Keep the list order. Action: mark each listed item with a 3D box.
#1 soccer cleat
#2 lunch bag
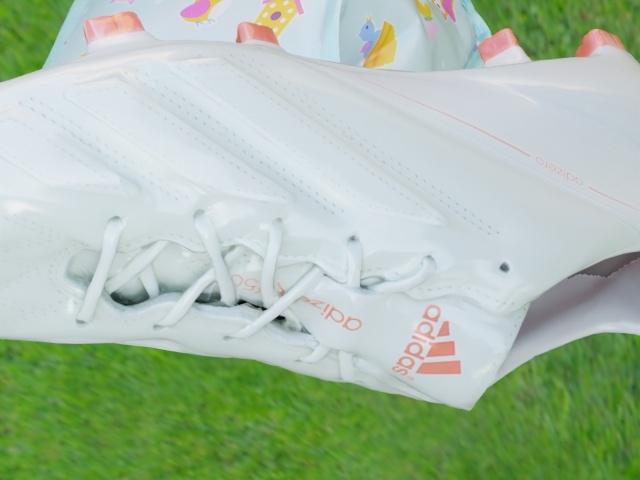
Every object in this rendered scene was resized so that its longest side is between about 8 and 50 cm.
[{"bbox_3d":[0.000,0.000,0.384,0.196,0.068,0.076,-6,61,-28],"label":"soccer cleat"},{"bbox_3d":[-0.041,-0.087,1.129,0.223,0.160,0.262,-11,31,24],"label":"lunch bag"}]
